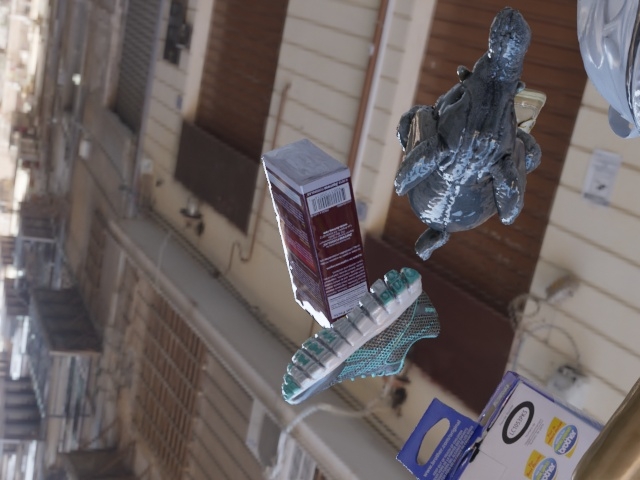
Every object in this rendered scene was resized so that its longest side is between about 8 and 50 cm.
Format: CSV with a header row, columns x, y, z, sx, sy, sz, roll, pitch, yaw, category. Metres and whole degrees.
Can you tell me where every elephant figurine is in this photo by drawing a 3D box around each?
x,y,z,sx,sy,sz,roll,pitch,yaw,category
0.145,-0.095,0.916,0.169,0.186,0.239,-24,178,4,elephant figurine

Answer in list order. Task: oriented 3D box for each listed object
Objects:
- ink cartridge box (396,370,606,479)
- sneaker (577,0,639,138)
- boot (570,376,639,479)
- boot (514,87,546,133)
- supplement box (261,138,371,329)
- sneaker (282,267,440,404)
x,y,z,sx,sy,sz,roll,pitch,yaw,category
0.286,0.345,1.126,0.395,0.270,0.151,32,-179,7,ink cartridge box
0.263,-0.231,0.608,0.137,0.366,0.210,10,-172,-1,sneaker
0.281,0.103,0.719,0.236,0.270,0.089,22,-165,-36,boot
0.281,-0.142,1.388,0.077,0.165,0.213,15,177,5,boot
0.000,0.000,1.210,0.073,0.239,0.130,-22,-149,-18,supplement box
0.041,0.103,0.829,0.076,0.166,0.065,51,-179,-20,sneaker
